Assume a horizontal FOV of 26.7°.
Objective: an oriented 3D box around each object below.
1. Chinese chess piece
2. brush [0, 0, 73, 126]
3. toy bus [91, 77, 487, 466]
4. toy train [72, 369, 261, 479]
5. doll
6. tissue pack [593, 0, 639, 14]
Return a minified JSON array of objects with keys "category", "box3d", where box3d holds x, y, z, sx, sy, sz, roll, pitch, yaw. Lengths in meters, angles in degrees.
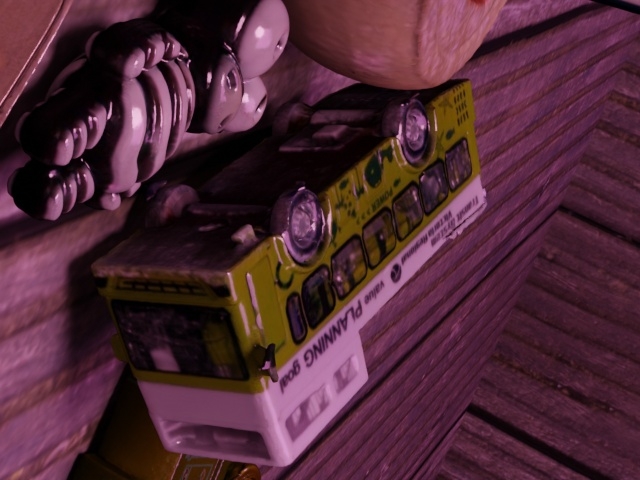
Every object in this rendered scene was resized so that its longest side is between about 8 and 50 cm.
[{"category":"Chinese chess piece","box3d":[0.065,-0.221,0.780,0.270,0.112,0.270,-58,165,-25]},{"category":"brush","box3d":[-0.106,-0.110,0.484,0.327,0.070,0.065,-61,-176,-14]},{"category":"toy bus","box3d":[0.000,0.000,0.811,0.302,0.113,0.139,-41,126,-49]},{"category":"toy train","box3d":[-0.080,0.107,0.899,0.137,0.090,0.225,17,95,-64]},{"category":"doll","box3d":[-0.071,-0.076,0.648,0.219,0.067,0.091,-47,158,-52]},{"category":"tissue pack","box3d":[0.160,-0.313,0.535,0.253,0.264,0.416,89,22,-67]}]
